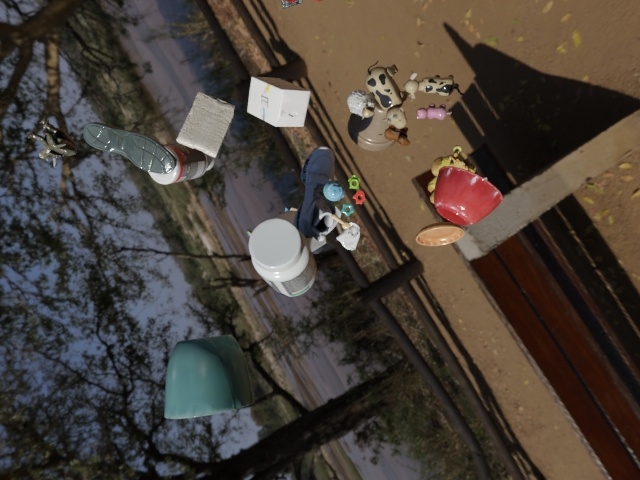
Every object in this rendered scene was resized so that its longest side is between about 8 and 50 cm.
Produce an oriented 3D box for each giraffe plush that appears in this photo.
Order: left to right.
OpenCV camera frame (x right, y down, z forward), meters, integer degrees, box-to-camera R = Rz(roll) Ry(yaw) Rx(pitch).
[{"bbox_3d":[0.469,-0.240,1.615,0.170,0.210,0.181,38,-136,-47],"label":"giraffe plush"}]

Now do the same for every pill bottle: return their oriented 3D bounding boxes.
[{"bbox_3d":[-0.645,-0.373,2.116,0.176,0.176,0.318,62,-153,-4],"label":"pill bottle"},{"bbox_3d":[-0.129,0.066,1.596,0.204,0.204,0.361,56,174,19],"label":"pill bottle"}]

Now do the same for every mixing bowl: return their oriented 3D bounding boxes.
[{"bbox_3d":[0.364,-0.103,1.167,0.182,0.098,0.181,32,175,4],"label":"mixing bowl"}]

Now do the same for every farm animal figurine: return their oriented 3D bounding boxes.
[{"bbox_3d":[0.278,-0.493,1.569,0.327,0.172,0.330,44,131,3],"label":"farm animal figurine"}]

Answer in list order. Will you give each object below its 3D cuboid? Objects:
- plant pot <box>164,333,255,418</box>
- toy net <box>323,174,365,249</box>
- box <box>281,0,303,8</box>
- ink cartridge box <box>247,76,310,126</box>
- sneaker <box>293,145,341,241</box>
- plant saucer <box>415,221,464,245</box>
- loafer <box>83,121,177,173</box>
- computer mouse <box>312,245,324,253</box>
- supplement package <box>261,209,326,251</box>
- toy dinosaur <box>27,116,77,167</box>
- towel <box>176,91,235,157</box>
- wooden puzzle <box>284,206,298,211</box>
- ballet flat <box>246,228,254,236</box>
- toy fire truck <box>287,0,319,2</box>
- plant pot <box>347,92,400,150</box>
[{"bbox_3d":[-0.378,0.444,1.512,0.293,0.293,0.234,126,137,-74],"label":"plant pot"},{"bbox_3d":[0.090,-0.087,1.440,0.045,0.122,0.232,-127,23,-82],"label":"toy net"},{"bbox_3d":[-0.114,-0.945,1.738,0.018,0.083,0.067,37,150,52],"label":"box"},{"bbox_3d":[-0.193,-0.637,2.058,0.233,0.171,0.168,35,124,35],"label":"ink cartridge box"},{"bbox_3d":[0.006,-0.172,1.693,0.210,0.138,0.365,-150,71,-66],"label":"sneaker"},{"bbox_3d":[0.501,-0.030,1.890,0.200,0.200,0.037,97,171,-66],"label":"plant saucer"},{"bbox_3d":[-0.529,-0.273,1.283,0.268,0.096,0.084,23,-159,-3],"label":"loafer"},{"bbox_3d":[0.000,0.000,2.355,0.242,0.071,0.041,108,151,-51],"label":"computer mouse"},{"bbox_3d":[-0.114,-0.033,1.979,0.203,0.194,0.149,7,114,35],"label":"supplement package"},{"bbox_3d":[-0.998,-0.378,1.717,0.314,0.120,0.160,6,154,37],"label":"toy dinosaur"},{"bbox_3d":[-0.508,-0.521,2.011,0.187,0.282,0.049,21,159,-10],"label":"towel"},{"bbox_3d":[-0.135,-0.139,2.350,0.078,0.117,0.014,119,156,-46],"label":"wooden puzzle"},{"bbox_3d":[-0.321,-0.025,2.244,0.057,0.052,0.168,54,177,24],"label":"ballet flat"},{"bbox_3d":[-0.066,-0.990,1.527,0.302,0.169,0.254,54,154,10],"label":"toy fire truck"},{"bbox_3d":[0.274,-0.595,2.135,0.263,0.263,0.229,57,162,17],"label":"plant pot"}]
